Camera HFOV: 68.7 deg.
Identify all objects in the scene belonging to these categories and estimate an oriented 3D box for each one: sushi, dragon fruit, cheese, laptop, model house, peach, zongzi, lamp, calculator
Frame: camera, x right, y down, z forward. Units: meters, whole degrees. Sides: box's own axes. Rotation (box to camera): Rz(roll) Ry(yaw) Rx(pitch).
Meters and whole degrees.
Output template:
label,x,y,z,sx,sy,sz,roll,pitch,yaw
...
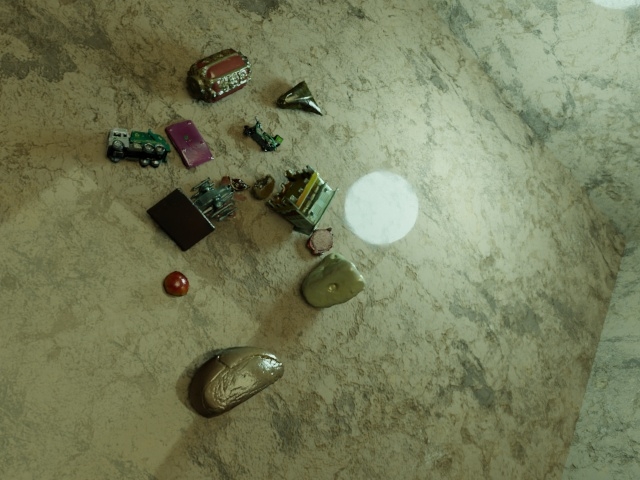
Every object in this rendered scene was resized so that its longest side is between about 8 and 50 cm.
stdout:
label,x,y,z,sx,sy,sz,roll,pitch,yaw
sushi,-0.337,-0.229,1.917,0.100,0.047,0.050,15,73,-25
dragon fruit,-0.004,0.004,2.041,0.112,0.068,0.126,4,88,-13
cheese,0.043,0.171,1.980,0.248,0.251,0.173,-35,112,3
laptop,-0.509,-0.076,1.718,0.154,0.026,0.207,-37,114,1
model house,-0.068,-0.169,1.959,0.215,0.199,0.224,39,67,-28
peach,-0.518,0.156,1.697,0.098,0.061,0.098,5,77,-22
zongzi,-0.096,-0.611,2.152,0.187,0.084,0.184,-42,109,-25
lamp,-0.415,-0.681,1.929,0.274,0.177,0.177,-38,97,-30
calculator,-0.522,-0.387,1.862,0.127,0.034,0.190,-32,93,-31

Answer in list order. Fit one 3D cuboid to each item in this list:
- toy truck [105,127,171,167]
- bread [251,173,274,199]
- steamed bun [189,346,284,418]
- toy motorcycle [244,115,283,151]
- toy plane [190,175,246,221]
label,x,y,z,sx,sy,sz,roll,pitch,yaw
toy truck,-0.672,-0.350,1.725,0.216,0.110,0.116,2,63,-29
bread,-0.241,-0.219,1.956,0.060,0.082,0.113,25,53,23
steamed bun,-0.305,0.469,1.642,0.301,0.251,0.199,-24,79,-36
toy motorcycle,-0.251,-0.454,2.025,0.173,0.058,0.100,35,55,-20
toy plane,-0.455,-0.130,1.788,0.327,0.104,0.223,-31,67,-29
